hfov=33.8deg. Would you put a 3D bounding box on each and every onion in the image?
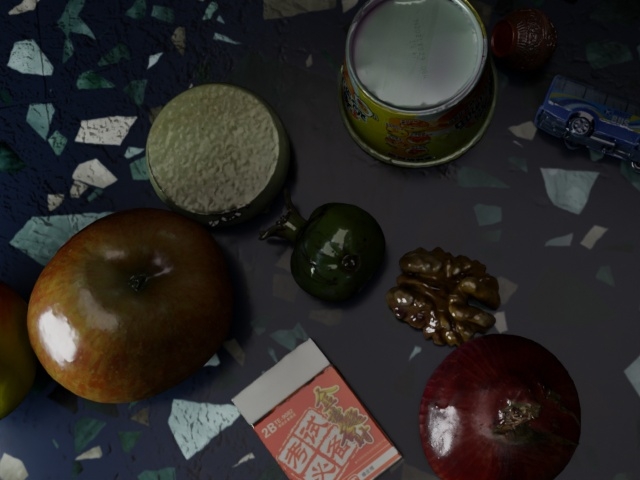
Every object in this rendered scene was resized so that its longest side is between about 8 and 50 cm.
[{"bbox_3d":[0.257,0.252,1.518,0.248,0.161,0.248,-9,62,18],"label":"onion"}]

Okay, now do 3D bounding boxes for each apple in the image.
[{"bbox_3d":[-0.278,0.092,1.548,0.277,0.250,0.309,31,83,11],"label":"apple"}]

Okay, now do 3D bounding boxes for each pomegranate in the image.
[{"bbox_3d":[0.000,0.000,1.597,0.191,0.131,0.152,36,89,18],"label":"pomegranate"}]

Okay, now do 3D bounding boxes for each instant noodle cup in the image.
[{"bbox_3d":[0.146,-0.255,1.587,0.264,0.200,0.265,-1,81,5],"label":"instant noodle cup"}]

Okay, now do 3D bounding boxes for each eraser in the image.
[{"bbox_3d":[-0.006,0.284,1.592,0.157,0.038,0.230,-38,79,-1],"label":"eraser"}]

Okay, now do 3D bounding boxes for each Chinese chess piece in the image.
[{"bbox_3d":[-0.161,-0.131,1.654,0.237,0.092,0.238,-1,80,5],"label":"Chinese chess piece"}]

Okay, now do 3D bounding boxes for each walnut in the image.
[{"bbox_3d":[0.188,0.084,1.591,0.170,0.069,0.143,19,81,6],"label":"walnut"}]

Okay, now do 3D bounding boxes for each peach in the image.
[{"bbox_3d":[-0.535,0.165,1.581,0.230,0.231,0.231,-1,80,6],"label":"peach"}]

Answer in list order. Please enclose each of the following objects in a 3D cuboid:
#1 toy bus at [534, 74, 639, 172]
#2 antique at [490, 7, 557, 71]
[{"bbox_3d":[0.449,-0.174,1.600,0.236,0.079,0.094,20,81,9],"label":"toy bus"},{"bbox_3d":[0.320,-0.311,1.629,0.104,0.104,0.104,-1,80,6],"label":"antique"}]
